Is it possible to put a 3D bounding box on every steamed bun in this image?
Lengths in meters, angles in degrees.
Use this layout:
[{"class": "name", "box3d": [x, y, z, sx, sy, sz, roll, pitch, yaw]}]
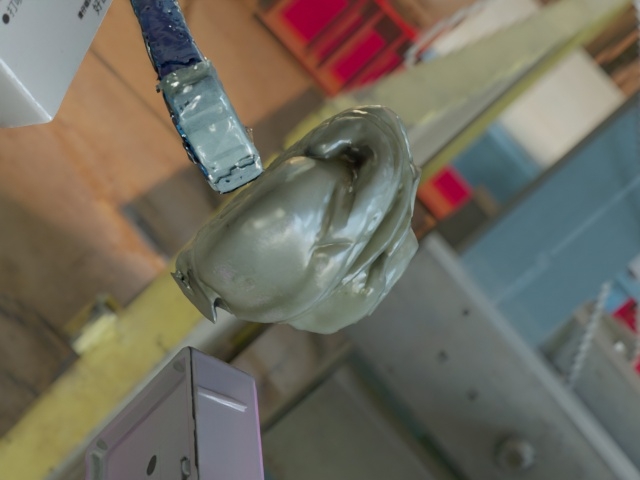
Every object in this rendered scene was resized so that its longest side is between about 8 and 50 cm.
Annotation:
[{"class": "steamed bun", "box3d": [-0.002, 0.001, 1.433, 0.144, 0.211, 0.218, 49, -20, -4]}]

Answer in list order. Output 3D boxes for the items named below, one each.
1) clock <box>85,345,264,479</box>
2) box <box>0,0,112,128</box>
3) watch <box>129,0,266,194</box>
[{"class": "clock", "box3d": [-0.104, 0.194, 1.294, 0.063, 0.150, 0.197, 25, 36, -29]}, {"class": "box", "box3d": [-0.180, -0.271, 1.143, 0.214, 0.069, 0.353, 54, 44, -41]}, {"class": "watch", "box3d": [-0.122, -0.138, 1.957, 0.276, 0.068, 0.274, 61, 1, -40]}]
